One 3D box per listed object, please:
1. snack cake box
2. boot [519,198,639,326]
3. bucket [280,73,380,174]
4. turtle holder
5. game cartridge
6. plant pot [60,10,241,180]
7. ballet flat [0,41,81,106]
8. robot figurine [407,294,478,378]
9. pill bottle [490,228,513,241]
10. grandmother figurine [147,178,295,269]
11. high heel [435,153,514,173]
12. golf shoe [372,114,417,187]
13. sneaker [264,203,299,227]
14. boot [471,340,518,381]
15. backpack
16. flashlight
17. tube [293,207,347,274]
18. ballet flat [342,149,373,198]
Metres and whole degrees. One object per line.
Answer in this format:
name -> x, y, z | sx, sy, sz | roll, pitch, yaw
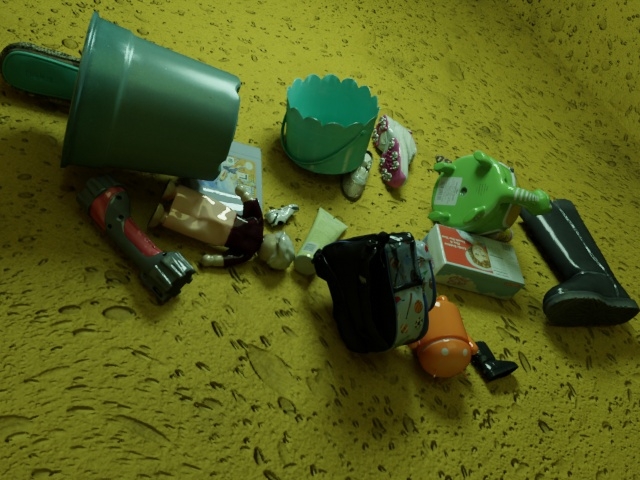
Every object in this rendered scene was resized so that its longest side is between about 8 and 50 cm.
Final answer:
snack cake box -> 0.428, 0.063, 1.816 | 0.265, 0.089, 0.152 | 15, 46, -18
boot -> 0.732, 0.042, 1.973 | 0.367, 0.146, 0.445 | 11, 48, -33
bucket -> 0.023, -0.330, 1.841 | 0.281, 0.183, 0.281 | 5, 41, -4
turtle holder -> 0.492, -0.134, 1.881 | 0.228, 0.320, 0.243 | 20, 53, -38
game cartridge -> -0.249, -0.158, 1.653 | 0.198, 0.062, 0.297 | 16, 43, -23
plant pot -> -0.371, -0.291, 1.440 | 0.334, 0.341, 0.341 | 11, 45, -20
ballet flat -> -0.549, -0.388, 1.635 | 0.483, 0.164, 0.182 | 18, 22, -13
robot figurine -> 0.287, 0.232, 1.537 | 0.158, 0.128, 0.219 | 45, 27, -42
pill bottle -> 0.556, -0.021, 2.008 | 0.083, 0.043, 0.043 | 8, 46, -23
grandmother figurine -> -0.211, -0.029, 1.501 | 0.343, 0.207, 0.104 | 26, -3, -17
high heel -> 0.497, -0.235, 2.072 | 0.093, 0.186, 0.261 | -23, 64, -43
golf shoe -> 0.254, -0.276, 2.028 | 0.140, 0.115, 0.306 | 16, 45, -22
sneaker -> -0.096, -0.063, 1.667 | 0.109, 0.040, 0.043 | -22, 80, -39
boot -> 0.432, 0.298, 1.626 | 0.121, 0.045, 0.099 | -7, 51, -35
backpack -> 0.132, 0.120, 1.462 | 0.213, 0.277, 0.263 | -2, 84, -31
flashlight -> -0.393, -0.013, 1.388 | 0.304, 0.103, 0.103 | 42, 40, 14
tube -> 0.000, 0.000, 1.649 | 0.062, 0.070, 0.240 | -6, 30, 25
ballet flat -> 0.114, -0.205, 1.903 | 0.073, 0.067, 0.206 | 26, 42, -9
